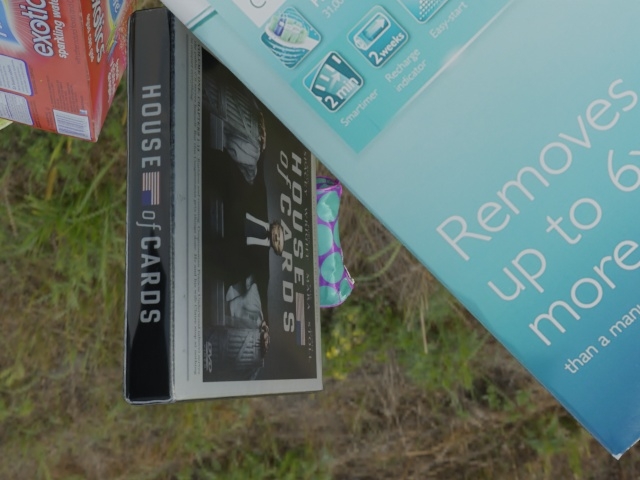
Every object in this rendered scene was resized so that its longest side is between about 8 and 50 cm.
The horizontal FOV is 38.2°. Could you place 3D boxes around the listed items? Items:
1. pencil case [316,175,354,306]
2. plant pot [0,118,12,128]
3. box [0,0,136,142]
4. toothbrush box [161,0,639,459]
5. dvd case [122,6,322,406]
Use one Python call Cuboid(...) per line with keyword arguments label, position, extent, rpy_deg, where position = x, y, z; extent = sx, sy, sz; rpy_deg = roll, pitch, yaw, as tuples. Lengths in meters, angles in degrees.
Cuboid(label="pencil case", position=(0.000, 0.000, 1.117), extent=(0.070, 0.064, 0.152), rpy_deg=(-8, 107, -4))
Cuboid(label="plant pot", position=(-0.422, -0.263, 0.929), extent=(0.275, 0.276, 0.254), rpy_deg=(-9, 134, 7))
Cuboid(label="box", position=(-0.210, -0.199, 0.663), extent=(0.128, 0.123, 0.257), rpy_deg=(14, 152, -2))
Cuboid(label="toothbrush box", position=(0.077, -0.108, 0.351), extent=(0.216, 0.126, 0.295), rpy_deg=(-43, 96, 7))
Cuboid(label="dvd case", position=(-0.044, -0.002, 0.519), extent=(0.029, 0.179, 0.238), rpy_deg=(-4, 171, 16))
